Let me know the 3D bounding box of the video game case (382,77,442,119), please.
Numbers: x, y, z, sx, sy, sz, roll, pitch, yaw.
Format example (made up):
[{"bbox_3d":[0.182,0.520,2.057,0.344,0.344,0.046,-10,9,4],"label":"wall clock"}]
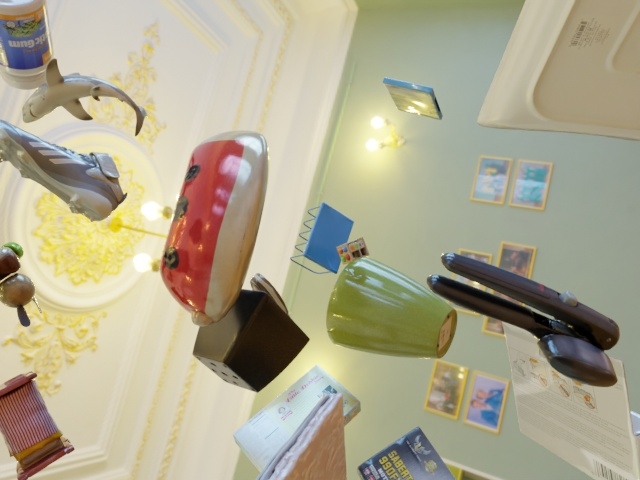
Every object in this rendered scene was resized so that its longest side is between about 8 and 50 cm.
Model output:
[{"bbox_3d":[0.224,-0.337,1.181,0.166,0.119,0.015,21,-91,-67],"label":"video game case"}]

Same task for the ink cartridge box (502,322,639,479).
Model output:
[{"bbox_3d":[0.434,0.270,0.839,0.060,0.275,0.239,-14,-82,-16],"label":"ink cartridge box"}]

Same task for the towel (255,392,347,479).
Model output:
[{"bbox_3d":[-0.045,0.508,0.951,0.332,0.053,0.317,-38,-48,-50],"label":"towel"}]

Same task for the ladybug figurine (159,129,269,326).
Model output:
[{"bbox_3d":[-0.222,-0.044,1.022,0.305,0.161,0.450,130,150,-53],"label":"ladybug figurine"}]

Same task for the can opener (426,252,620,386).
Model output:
[{"bbox_3d":[0.181,0.058,0.428,0.059,0.186,0.073,-58,8,19],"label":"can opener"}]

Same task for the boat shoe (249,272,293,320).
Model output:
[{"bbox_3d":[-0.146,0.211,1.398,0.095,0.095,0.258,-38,-57,-19],"label":"boat shoe"}]

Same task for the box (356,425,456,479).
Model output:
[{"bbox_3d":[0.221,0.581,1.132,0.183,0.231,0.056,-26,-32,-17],"label":"box"}]

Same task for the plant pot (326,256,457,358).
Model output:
[{"bbox_3d":[0.212,0.211,1.359,0.274,0.293,0.275,-28,-54,-47],"label":"plant pot"}]

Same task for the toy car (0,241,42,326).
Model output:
[{"bbox_3d":[-0.759,0.123,1.193,0.188,0.148,0.155,56,-175,-18],"label":"toy car"}]

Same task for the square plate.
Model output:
[{"bbox_3d":[0.424,-0.266,0.629,0.347,0.343,0.049,99,174,-47],"label":"square plate"}]

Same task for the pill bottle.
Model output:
[{"bbox_3d":[-0.731,-0.498,1.185,0.152,0.152,0.272,-61,4,-33],"label":"pill bottle"}]

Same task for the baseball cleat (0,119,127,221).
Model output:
[{"bbox_3d":[-0.393,-0.119,0.753,0.206,0.072,0.109,45,-129,-16],"label":"baseball cleat"}]

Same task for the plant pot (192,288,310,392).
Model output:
[{"bbox_3d":[-0.171,0.230,1.113,0.187,0.188,0.167,52,-126,-34],"label":"plant pot"}]

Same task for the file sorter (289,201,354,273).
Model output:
[{"bbox_3d":[0.000,0.000,1.425,0.118,0.104,0.171,30,-114,-26],"label":"file sorter"}]

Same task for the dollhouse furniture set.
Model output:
[{"bbox_3d":[-0.751,0.462,1.036,0.374,0.152,0.201,-30,-82,-35],"label":"dollhouse furniture set"}]

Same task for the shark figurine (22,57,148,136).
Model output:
[{"bbox_3d":[-0.537,-0.351,1.149,0.278,0.116,0.166,-2,-50,-29],"label":"shark figurine"}]

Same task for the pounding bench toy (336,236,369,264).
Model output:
[{"bbox_3d":[0.076,0.033,1.319,0.065,0.083,0.052,-19,-94,-30],"label":"pounding bench toy"}]

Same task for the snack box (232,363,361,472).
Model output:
[{"bbox_3d":[-0.062,0.512,1.389,0.321,0.187,0.060,-33,-42,-29],"label":"snack box"}]
